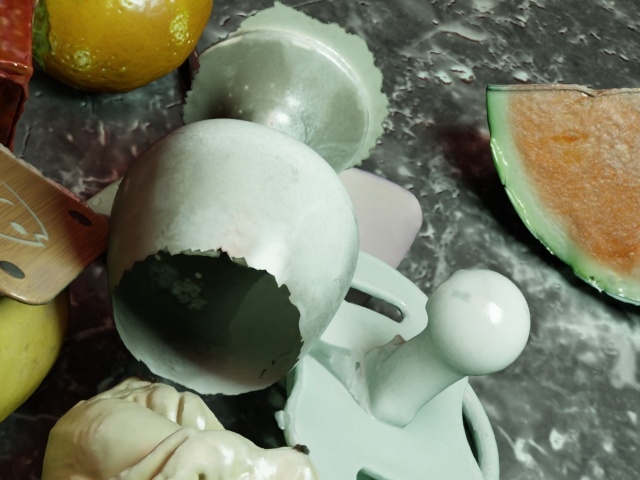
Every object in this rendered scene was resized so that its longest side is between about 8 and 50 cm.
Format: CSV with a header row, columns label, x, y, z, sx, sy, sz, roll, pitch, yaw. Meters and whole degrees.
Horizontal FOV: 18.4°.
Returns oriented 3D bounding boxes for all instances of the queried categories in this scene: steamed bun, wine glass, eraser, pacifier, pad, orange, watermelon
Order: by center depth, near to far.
label,x,y,z,sx,sy,sz,roll,pitch,yaw
steamed bun,-0.119,0.268,1.661,0.206,0.275,0.320,-39,37,-26
pad,-0.321,-0.052,1.700,0.284,0.018,0.286,34,16,0
wine glass,-0.067,-0.030,1.783,0.238,0.238,0.323,18,42,-6
pacifier,0.100,0.126,1.860,0.288,0.269,0.343,22,46,-34
eraser,-0.001,0.000,2.029,0.243,0.059,0.204,-17,88,-35
orange,-0.198,-0.262,2.109,0.158,0.179,0.237,22,53,11
watermelon,0.351,-0.029,2.146,0.292,0.319,0.222,0,75,27

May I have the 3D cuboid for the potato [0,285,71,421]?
label,x,y,z,sx,sy,sz,roll,pitch,yaw
potato,-0.326,0.081,1.694,0.296,0.290,0.397,-8,25,-31

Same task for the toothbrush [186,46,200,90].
label,x,y,z,sx,sy,sz,roll,pitch,yaw
toothbrush,-0.112,-0.134,2.142,0.041,0.041,0.364,-5,54,-25

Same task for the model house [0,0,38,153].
label,x,y,z,sx,sy,sz,roll,pitch,yaw
model house,-0.372,-0.194,1.985,0.160,0.196,0.254,12,47,-13

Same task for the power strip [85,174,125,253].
label,x,y,z,sx,sy,sz,roll,pitch,yaw
power strip,-0.130,-0.066,2.035,0.272,0.052,0.078,-36,66,-28
